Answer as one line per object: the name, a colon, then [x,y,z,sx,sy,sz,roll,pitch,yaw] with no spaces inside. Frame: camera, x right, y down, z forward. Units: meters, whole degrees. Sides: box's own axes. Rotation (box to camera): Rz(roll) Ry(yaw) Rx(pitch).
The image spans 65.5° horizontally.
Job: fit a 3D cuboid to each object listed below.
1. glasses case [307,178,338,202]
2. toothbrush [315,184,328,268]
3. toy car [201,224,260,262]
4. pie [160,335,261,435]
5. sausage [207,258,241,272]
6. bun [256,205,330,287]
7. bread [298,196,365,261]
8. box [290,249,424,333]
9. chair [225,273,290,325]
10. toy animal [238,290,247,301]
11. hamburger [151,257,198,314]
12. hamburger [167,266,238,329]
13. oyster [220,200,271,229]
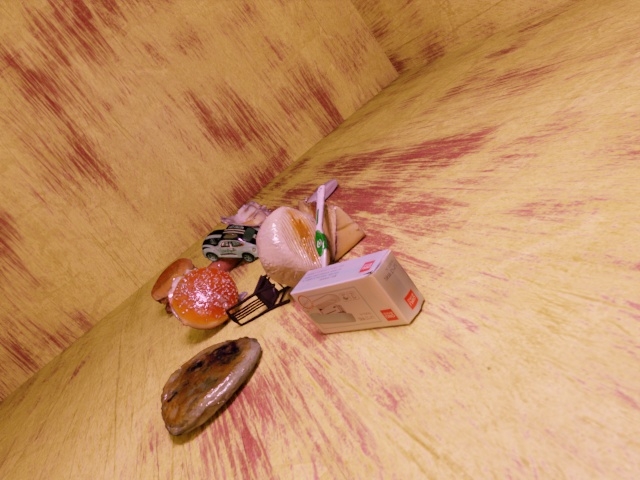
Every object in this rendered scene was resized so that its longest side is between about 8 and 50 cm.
glasses case: [0.005,-0.198,2.136,0.076,0.049,0.197,-15,28,53]
toothbrush: [0.004,0.002,1.358,0.042,0.040,0.417,-42,33,40]
toy car: [-0.369,0.002,2.091,0.306,0.125,0.136,2,46,20]
pie: [-0.279,0.345,1.246,0.323,0.070,0.323,-33,16,11]
sausage: [-0.392,0.074,2.181,0.289,0.086,0.086,-47,19,-26]
bun: [-0.082,0.028,1.407,0.153,0.244,0.243,-35,15,38]
bread: [0.022,-0.030,1.539,0.266,0.142,0.178,21,99,66]
box: [0.068,0.111,1.023,0.269,0.135,0.079,-18,25,48]
chair: [-0.180,0.169,1.488,0.213,0.084,0.101,-29,22,30]
toy animal: [-0.347,0.244,1.715,0.217,0.041,0.075,-31,16,9]
hamburger: [-0.638,0.200,2.222,0.245,0.163,0.244,-33,18,12]
hamburger: [-0.382,0.192,1.636,0.237,0.147,0.236,-2,53,3]
oyster: [-0.319,-0.097,2.307,0.276,0.100,0.271,-23,42,-1]
